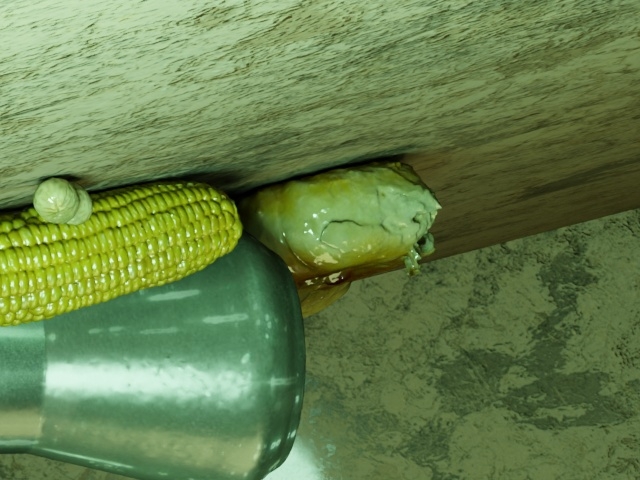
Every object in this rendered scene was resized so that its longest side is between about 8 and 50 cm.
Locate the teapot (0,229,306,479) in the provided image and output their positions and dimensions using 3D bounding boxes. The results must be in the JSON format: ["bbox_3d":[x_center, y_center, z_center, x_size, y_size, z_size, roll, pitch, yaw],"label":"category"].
[{"bbox_3d":[-0.212,0.102,1.788,0.344,0.253,0.300,2,-168,-20],"label":"teapot"}]

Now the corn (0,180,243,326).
[{"bbox_3d":[-0.201,0.008,1.630,0.313,0.102,0.102,-15,176,-28],"label":"corn"}]

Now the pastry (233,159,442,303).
[{"bbox_3d":[-0.002,0.000,1.968,0.235,0.121,0.257,-14,174,-6],"label":"pastry"}]

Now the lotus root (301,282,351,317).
[{"bbox_3d":[-0.056,0.042,2.336,0.220,0.118,0.125,-10,142,-17],"label":"lotus root"}]

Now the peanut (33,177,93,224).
[{"bbox_3d":[-0.201,-0.031,1.528,0.037,0.037,0.083,-16,171,16],"label":"peanut"}]
